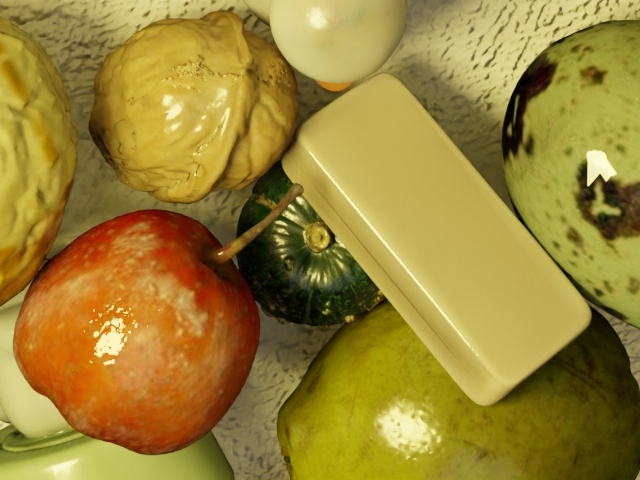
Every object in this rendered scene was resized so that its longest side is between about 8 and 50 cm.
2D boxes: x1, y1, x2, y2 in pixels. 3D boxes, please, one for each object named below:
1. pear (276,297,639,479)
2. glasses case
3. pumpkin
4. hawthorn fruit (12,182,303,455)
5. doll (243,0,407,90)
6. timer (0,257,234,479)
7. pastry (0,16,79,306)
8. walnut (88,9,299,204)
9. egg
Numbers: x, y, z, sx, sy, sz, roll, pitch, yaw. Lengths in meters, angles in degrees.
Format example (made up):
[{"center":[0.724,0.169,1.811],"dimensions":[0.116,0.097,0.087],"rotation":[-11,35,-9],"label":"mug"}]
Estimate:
[{"center":[0.162,0.207,1.929],"dimensions":[0.413,0.352,0.352],"rotation":[-14,121,-9],"label":"pear"},{"center":[0.114,-0.003,1.778],"dimensions":[0.144,0.076,0.336],"rotation":[-34,80,-26],"label":"glasses case"},{"center":[0.000,-0.001,1.876],"dimensions":[0.190,0.146,0.190],"rotation":[1,109,4],"label":"pumpkin"},{"center":[-0.177,0.078,1.708],"dimensions":[0.231,0.235,0.263],"rotation":[17,126,12],"label":"hawthorn fruit"},{"center":[0.008,-0.265,1.696],"dimensions":[0.221,0.221,0.251],"rotation":[-3,119,-5],"label":"doll"},{"center":[-0.272,0.168,1.910],"dimensions":[0.290,0.291,0.315],"rotation":[-16,100,2],"label":"timer"},{"center":[-0.414,-0.058,1.661],"dimensions":[0.388,0.388,0.313],"rotation":[-1,106,-6],"label":"pastry"},{"center":[-0.125,-0.132,1.756],"dimensions":[0.198,0.245,0.198],"rotation":[6,78,-26],"label":"walnut"},{"center":[0.354,-0.055,1.809],"dimensions":[0.287,0.287,0.379],"rotation":[-41,111,16],"label":"egg"}]
